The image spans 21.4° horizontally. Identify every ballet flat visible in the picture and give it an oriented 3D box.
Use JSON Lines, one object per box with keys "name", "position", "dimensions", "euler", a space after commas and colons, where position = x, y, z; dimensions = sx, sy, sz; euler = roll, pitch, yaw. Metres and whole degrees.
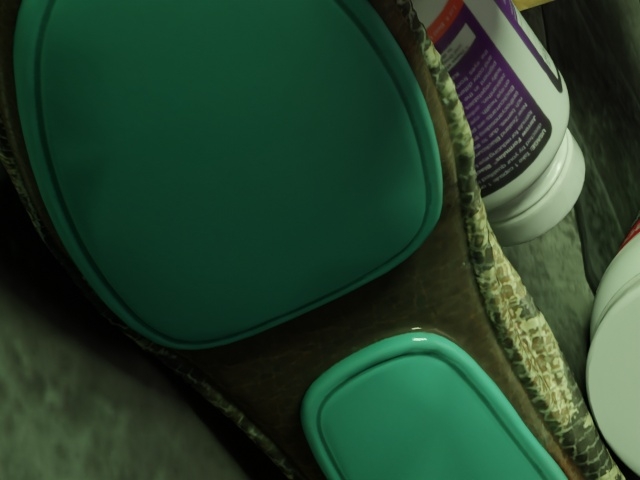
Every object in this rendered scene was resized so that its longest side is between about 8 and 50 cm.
{"name": "ballet flat", "position": [0.000, 0.000, 0.708], "dimensions": [0.483, 0.164, 0.182], "euler": [57, 11, -41]}

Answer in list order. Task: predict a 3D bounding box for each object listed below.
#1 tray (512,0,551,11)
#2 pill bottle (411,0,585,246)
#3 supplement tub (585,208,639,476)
{"name": "tray", "position": [0.134, -0.360, 1.026], "dimensions": [0.411, 0.202, 0.076], "euler": [65, 28, -19]}
{"name": "pill bottle", "position": [0.062, -0.080, 0.869], "dimensions": [0.193, 0.108, 0.108], "euler": [46, 40, -43]}
{"name": "supplement tub", "position": [0.292, 0.041, 1.146], "dimensions": [0.191, 0.191, 0.272], "euler": [68, 29, -15]}
